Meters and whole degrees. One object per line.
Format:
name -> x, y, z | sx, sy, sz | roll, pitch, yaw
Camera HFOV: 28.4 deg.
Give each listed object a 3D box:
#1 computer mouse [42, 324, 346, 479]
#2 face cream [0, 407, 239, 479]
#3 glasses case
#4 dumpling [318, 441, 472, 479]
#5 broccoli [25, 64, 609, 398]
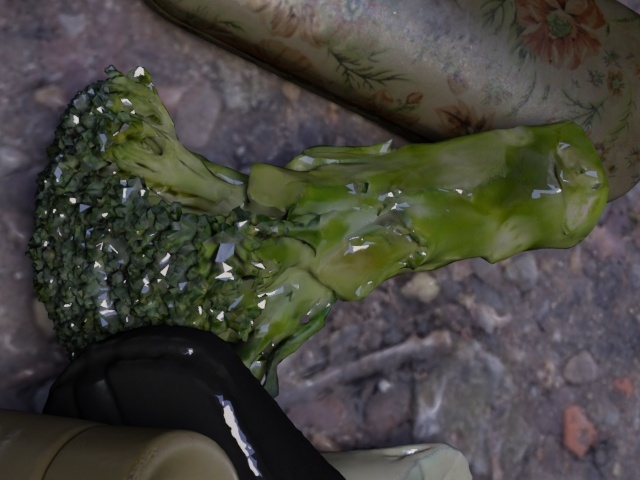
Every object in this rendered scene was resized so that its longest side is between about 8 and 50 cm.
computer mouse -> -0.046, 0.166, 0.671 | 0.270, 0.137, 0.086 | 51, 34, -19
face cream -> -0.190, 0.135, 0.644 | 0.084, 0.341, 0.137 | 8, 79, -52
glasses case -> 0.068, -0.158, 0.902 | 0.425, 0.098, 0.157 | 23, 81, -19
dumpling -> -0.003, 0.211, 0.826 | 0.228, 0.124, 0.151 | -8, 122, -18
broccoli -> 0.006, 0.013, 0.780 | 0.361, 0.221, 0.252 | 2, 45, -7
